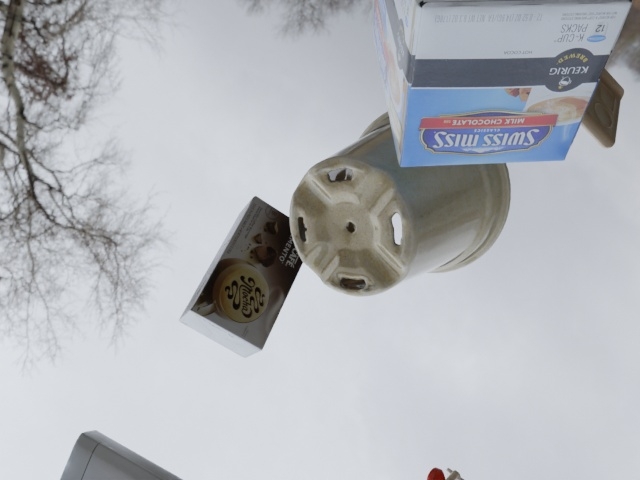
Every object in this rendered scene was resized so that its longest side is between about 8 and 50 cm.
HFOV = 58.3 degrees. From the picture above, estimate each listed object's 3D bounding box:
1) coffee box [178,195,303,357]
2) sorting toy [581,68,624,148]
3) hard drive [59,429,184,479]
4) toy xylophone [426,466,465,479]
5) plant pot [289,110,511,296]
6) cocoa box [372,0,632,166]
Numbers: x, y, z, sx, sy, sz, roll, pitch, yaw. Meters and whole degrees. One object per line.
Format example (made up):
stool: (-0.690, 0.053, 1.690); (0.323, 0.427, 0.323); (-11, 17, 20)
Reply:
coffee box: (-0.152, 0.077, 1.240); (0.168, 0.119, 0.297); (33, -119, -13)
sorting toy: (0.630, -0.339, 1.346); (0.193, 0.038, 0.208); (39, -122, -15)
hard drive: (-0.206, 0.425, 0.720); (0.352, 0.233, 0.047); (19, 175, 20)
toy xylophone: (0.167, 0.505, 0.938); (0.322, 0.236, 0.081); (-26, -158, -39)
plant pot: (0.117, -0.058, 0.985); (0.334, 0.334, 0.305); (44, -145, 15)
cocoa box: (0.202, -0.296, 0.770); (0.231, 0.228, 0.347); (-2, -130, -2)
